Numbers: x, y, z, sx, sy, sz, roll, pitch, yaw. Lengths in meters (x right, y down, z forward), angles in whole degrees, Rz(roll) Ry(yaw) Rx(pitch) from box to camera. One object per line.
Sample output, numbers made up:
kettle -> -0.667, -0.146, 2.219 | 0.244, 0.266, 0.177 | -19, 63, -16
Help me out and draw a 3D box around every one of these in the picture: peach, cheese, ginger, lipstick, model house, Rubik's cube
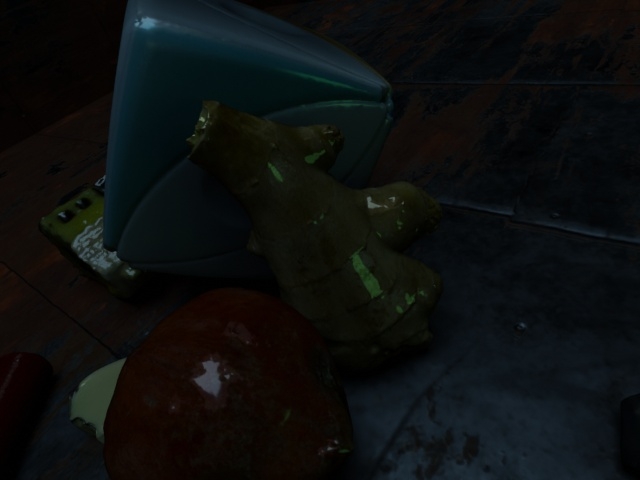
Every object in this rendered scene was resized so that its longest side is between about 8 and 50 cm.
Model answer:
peach -> -0.078, 0.170, 0.426 | 0.257, 0.232, 0.232 | -4, 38, 46
cheese -> -0.222, 0.193, 0.597 | 0.256, 0.050, 0.127 | -27, 39, -10
ginger -> 0.023, -0.008, 0.490 | 0.237, 0.375, 0.166 | -16, 35, 15
lipstick -> -0.452, 0.269, 0.576 | 0.080, 0.080, 0.241 | -15, 40, 4
model house -> -0.367, 0.001, 0.810 | 0.234, 0.174, 0.193 | 24, 54, 28
Rubik's cube -> -0.135, -0.169, 0.670 | 0.353, 0.351, 0.347 | 10, 33, -25

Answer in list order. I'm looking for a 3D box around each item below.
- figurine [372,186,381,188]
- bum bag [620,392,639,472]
figurine -> 0.101, -0.043, 0.753 | 0.072, 0.054, 0.129 | -19, 44, 23
bum bag -> 0.412, 0.204, 0.321 | 0.137, 0.074, 0.310 | -42, 42, -22
